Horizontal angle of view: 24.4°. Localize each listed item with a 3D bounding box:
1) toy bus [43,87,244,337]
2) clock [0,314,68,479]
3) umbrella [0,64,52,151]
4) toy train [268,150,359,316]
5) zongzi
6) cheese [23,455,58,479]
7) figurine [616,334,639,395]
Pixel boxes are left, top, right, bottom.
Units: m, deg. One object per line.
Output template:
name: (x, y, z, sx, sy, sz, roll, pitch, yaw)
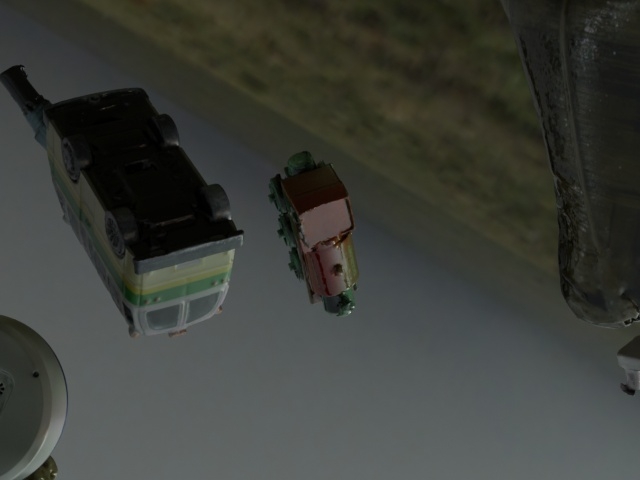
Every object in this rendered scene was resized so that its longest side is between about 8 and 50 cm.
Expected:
toy bus: (-0.224, -0.035, 1.812, 0.143, 0.179, 0.305, -16, -132, -25)
clock: (-0.443, 0.206, 1.886, 0.230, 0.230, 0.083, 31, 178, 10)
umbrella: (-0.361, -0.134, 2.053, 0.250, 0.052, 0.053, 53, -152, -7)
toy train: (0.000, 0.000, 1.485, 0.118, 0.074, 0.176, -118, 12, -52)
zongzi: (0.197, -0.100, 1.115, 0.134, 0.286, 0.288, -6, -159, -32)
cheese: (-0.399, 0.341, 1.978, 0.065, 0.043, 0.194, 47, -161, -10)
figurine: (0.331, 0.023, 1.356, 0.182, 0.144, 0.257, 34, 148, 60)
